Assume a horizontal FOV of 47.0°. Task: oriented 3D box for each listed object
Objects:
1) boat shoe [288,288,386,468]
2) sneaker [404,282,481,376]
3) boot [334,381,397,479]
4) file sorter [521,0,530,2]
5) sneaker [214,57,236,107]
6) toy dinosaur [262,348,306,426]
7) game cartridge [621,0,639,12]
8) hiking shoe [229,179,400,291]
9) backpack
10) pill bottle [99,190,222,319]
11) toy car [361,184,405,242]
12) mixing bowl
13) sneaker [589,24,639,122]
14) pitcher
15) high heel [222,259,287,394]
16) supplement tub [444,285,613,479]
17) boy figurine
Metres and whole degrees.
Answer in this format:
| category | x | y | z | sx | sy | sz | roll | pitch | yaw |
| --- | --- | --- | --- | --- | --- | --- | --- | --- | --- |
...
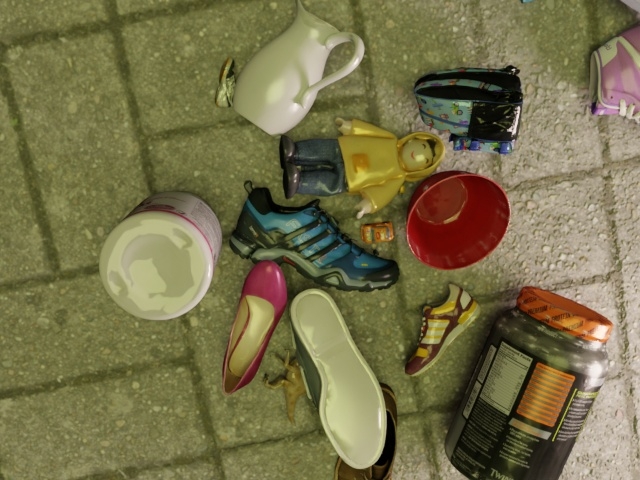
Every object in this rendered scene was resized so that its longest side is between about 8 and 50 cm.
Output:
| category | x | y | z | sx | sy | sz | roll | pitch | yaw |
| --- | --- | --- | --- | --- | --- | --- | --- | --- | --- |
| boat shoe | 0.025 | 0.238 | 1.292 | 0.116 | 0.099 | 0.319 | -20 | 87 | -13 |
| sneaker | 0.203 | 0.162 | 1.341 | 0.084 | 0.069 | 0.185 | 42 | 91 | -2 |
| boot | 0.090 | 0.427 | 1.365 | 0.112 | 0.115 | 0.305 | 3 | 103 | -6 |
| file sorter | 0.382 | -0.487 | 1.184 | 0.118 | 0.104 | 0.170 | -14 | 102 | -1 |
| sneaker | -0.153 | -0.266 | 1.244 | 0.037 | 0.032 | 0.083 | 10 | 107 | -19 |
| toy dinosaur | -0.057 | 0.263 | 1.351 | 0.092 | 0.053 | 0.183 | 13 | 101 | -7 |
| game cartridge | 0.607 | -0.484 | 1.186 | 0.198 | 0.062 | 0.297 | 28 | 84 | -13 |
| hiking shoe | 0.000 | 0.000 | 1.265 | 0.304 | 0.113 | 0.132 | 15 | 102 | -6 |
| backpack | 0.240 | -0.218 | 1.214 | 0.173 | 0.158 | 0.117 | 5 | 121 | 9 |
| pill bottle | -0.240 | 0.009 | 1.166 | 0.160 | 0.283 | 0.160 | -1 | 102 | -3 |
| toy car | 0.110 | -0.048 | 1.298 | 0.060 | 0.040 | 0.122 | 11 | 102 | -6 |
| mixing bowl | 0.221 | -0.051 | 1.263 | 0.181 | 0.098 | 0.181 | -5 | 121 | -9 |
| sneaker | 0.554 | -0.217 | 1.263 | 0.161 | 0.102 | 0.282 | -26 | 92 | 6 |
| pitcher | -0.036 | -0.263 | 1.180 | 0.125 | 0.178 | 0.207 | 29 | 99 | -49 |
| high heel | -0.121 | 0.149 | 1.248 | 0.082 | 0.117 | 0.244 | 24 | 126 | 2 |
| supplement tub | 0.369 | 0.266 | 1.297 | 0.207 | 0.207 | 0.338 | 19 | 101 | -7 |
| boy figurine | 0.076 | -0.124 | 1.238 | 0.285 | 0.092 | 0.177 | -3 | 74 | -8 |
